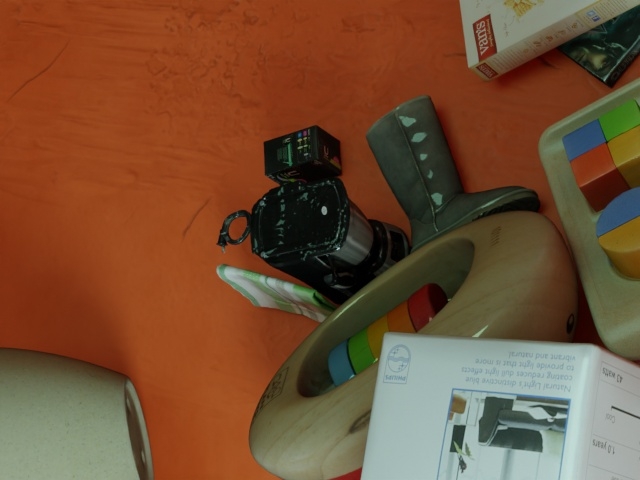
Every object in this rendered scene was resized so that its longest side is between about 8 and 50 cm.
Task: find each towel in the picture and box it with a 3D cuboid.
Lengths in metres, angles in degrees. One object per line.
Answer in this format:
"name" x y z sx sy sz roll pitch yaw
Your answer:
"towel" -0.046 0.072 1.847 0.152 0.113 0.023 15 76 35

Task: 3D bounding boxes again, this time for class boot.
"boot" 0.158 -0.087 1.808 0.190 0.076 0.208 -25 54 21

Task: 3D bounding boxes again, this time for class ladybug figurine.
"ladybug figurine" 0.109 0.145 1.652 0.449 0.162 0.305 -35 19 26

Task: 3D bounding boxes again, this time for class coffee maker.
"coffee maker" 0.000 0.000 1.801 0.171 0.178 0.120 13 78 32

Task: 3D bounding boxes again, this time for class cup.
"cup" -0.343 0.275 1.872 0.237 0.331 0.331 -12 64 1

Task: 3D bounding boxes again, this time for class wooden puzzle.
"wooden puzzle" 0.399 -0.079 1.568 0.322 0.080 0.348 -28 42 17

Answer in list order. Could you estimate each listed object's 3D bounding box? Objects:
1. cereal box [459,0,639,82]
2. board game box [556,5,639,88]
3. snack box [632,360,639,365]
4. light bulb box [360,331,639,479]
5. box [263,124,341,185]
"cereal box" 0.278 -0.314 1.786 0.240 0.047 0.173 -26 50 30
"board game box" 0.360 -0.288 1.767 0.186 0.026 0.126 -51 54 7
"snack box" 0.412 0.081 1.575 0.174 0.070 0.207 -18 65 27
"light bulb box" 0.214 0.299 1.359 0.225 0.358 0.361 0 74 40
"box" -0.023 -0.107 1.927 0.083 0.062 0.052 -16 64 27
